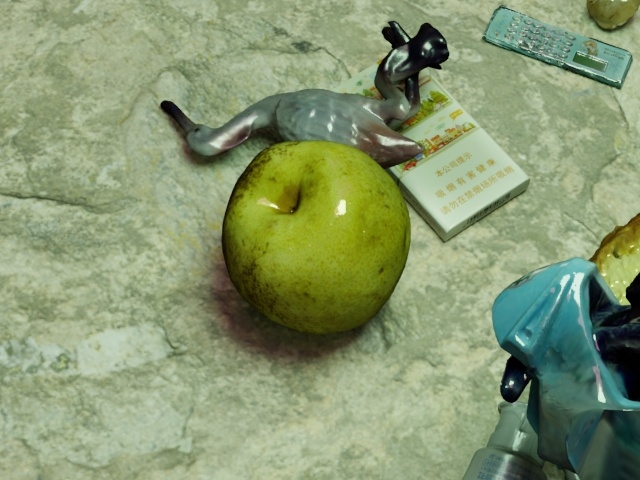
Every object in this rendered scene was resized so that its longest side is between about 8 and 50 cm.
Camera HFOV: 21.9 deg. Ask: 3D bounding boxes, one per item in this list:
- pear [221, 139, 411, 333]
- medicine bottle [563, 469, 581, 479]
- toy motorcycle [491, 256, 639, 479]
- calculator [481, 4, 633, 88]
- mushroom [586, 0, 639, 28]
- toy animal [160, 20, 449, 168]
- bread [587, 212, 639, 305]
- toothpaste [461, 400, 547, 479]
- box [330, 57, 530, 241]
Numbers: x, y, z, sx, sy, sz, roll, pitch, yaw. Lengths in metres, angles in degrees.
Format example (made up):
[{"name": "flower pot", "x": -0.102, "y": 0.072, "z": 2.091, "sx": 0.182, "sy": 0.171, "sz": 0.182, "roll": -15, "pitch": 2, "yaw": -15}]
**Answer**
[{"name": "pear", "x": 0.000, "y": 0.000, "z": 1.667, "sx": 0.197, "sy": 0.197, "sz": 0.197, "roll": 1, "pitch": 58, "yaw": -2}, {"name": "medicine bottle", "x": 0.267, "y": 0.289, "z": 1.570, "sx": 0.058, "sy": 0.057, "sz": 0.199, "roll": -12, "pitch": 60, "yaw": -10}, {"name": "toy motorcycle", "x": 0.241, "y": 0.181, "z": 1.434, "sx": 0.232, "sy": 0.416, "sz": 0.172, "roll": 20, "pitch": 27, "yaw": 22}, {"name": "calculator", "x": 0.276, "y": -0.226, "z": 1.916, "sx": 0.172, "sy": 0.018, "sz": 0.057, "roll": 22, "pitch": 61, "yaw": 9}, {"name": "mushroom", "x": 0.364, "y": -0.334, "z": 1.969, "sx": 0.059, "sy": 0.054, "sz": 0.202, "roll": 19, "pitch": 53, "yaw": 4}, {"name": "toy animal", "x": -0.007, "y": -0.126, "z": 1.774, "sx": 0.324, "sy": 0.090, "sz": 0.195, "roll": -19, "pitch": 44, "yaw": 6}, {"name": "bread", "x": 0.348, "y": 0.073, "z": 1.631, "sx": 0.194, "sy": 0.179, "sz": 0.340, "roll": 42, "pitch": 41, "yaw": 13}, {"name": "toothpaste", "x": 0.148, "y": 0.296, "z": 1.559, "sx": 0.114, "sy": 0.073, "sz": 0.299, "roll": 24, "pitch": 67, "yaw": 3}, {"name": "box", "x": 0.116, "y": -0.110, "z": 1.823, "sx": 0.122, "sy": 0.032, "sz": 0.220, "roll": -33, "pitch": 65, "yaw": -19}]
